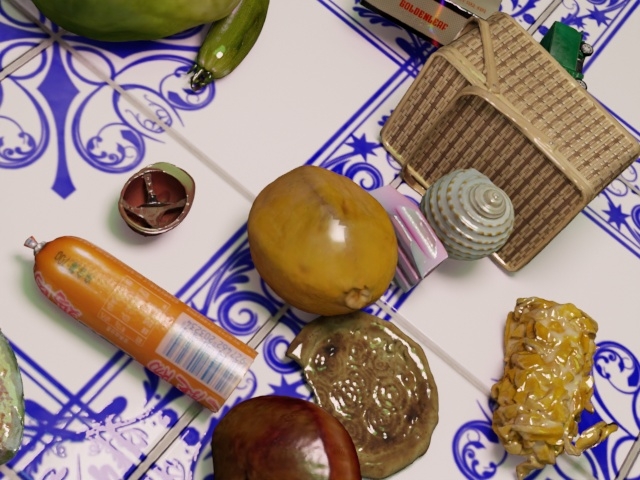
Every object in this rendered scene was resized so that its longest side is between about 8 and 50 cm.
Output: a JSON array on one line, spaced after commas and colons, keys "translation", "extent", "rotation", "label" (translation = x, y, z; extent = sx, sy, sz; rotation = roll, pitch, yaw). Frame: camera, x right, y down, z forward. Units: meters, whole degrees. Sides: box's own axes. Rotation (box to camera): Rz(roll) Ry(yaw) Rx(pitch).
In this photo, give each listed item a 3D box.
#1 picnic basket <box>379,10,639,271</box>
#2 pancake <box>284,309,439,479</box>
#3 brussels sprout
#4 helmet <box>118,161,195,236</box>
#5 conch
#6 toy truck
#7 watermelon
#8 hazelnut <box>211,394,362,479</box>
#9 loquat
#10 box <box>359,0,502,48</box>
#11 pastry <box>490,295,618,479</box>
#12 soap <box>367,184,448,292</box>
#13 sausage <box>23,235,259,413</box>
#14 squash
[{"translation": [0.257, -0.141, 1.524], "extent": [0.313, 0.228, 0.175], "rotation": [47, 53, 8], "label": "picnic basket"}, {"translation": [0.058, 0.192, 1.366], "extent": [0.212, 0.029, 0.235], "rotation": [-8, 66, -27], "label": "pancake"}, {"translation": [-0.273, -0.434, 1.450], "extent": [0.371, 0.315, 0.276], "rotation": [25, 25, -37], "label": "brussels sprout"}, {"translation": [-0.216, -0.043, 1.378], "extent": [0.089, 0.057, 0.111], "rotation": [35, 59, 4], "label": "helmet"}, {"translation": [0.191, -0.034, 1.461], "extent": [0.102, 0.153, 0.135], "rotation": [5, 62, -53], "label": "conch"}, {"translation": [0.407, -0.289, 1.768], "extent": [0.079, 0.065, 0.147], "rotation": [20, 55, -7], "label": "toy truck"}, {"translation": [-0.406, 0.169, 1.176], "extent": [0.139, 0.071, 0.187], "rotation": [-15, 76, -21], "label": "watermelon"}, {"translation": [-0.033, 0.266, 1.210], "extent": [0.178, 0.178, 0.204], "rotation": [-21, 40, -30], "label": "hazelnut"}, {"translation": [0.000, 0.000, 1.371], "extent": [0.187, 0.176, 0.234], "rotation": [32, 18, -53], "label": "loquat"}, {"translation": [0.199, -0.423, 1.703], "extent": [0.198, 0.084, 0.310], "rotation": [29, 38, -2], "label": "box"}, {"translation": [0.310, 0.199, 1.417], "extent": [0.154, 0.102, 0.250], "rotation": [22, 53, -10], "label": "pastry"}, {"translation": [0.108, -0.002, 1.456], "extent": [0.056, 0.100, 0.149], "rotation": [-23, 71, -30], "label": "soap"}, {"translation": [-0.228, 0.087, 1.277], "extent": [0.312, 0.093, 0.093], "rotation": [34, 54, 0], "label": "sausage"}, {"translation": [-0.121, -0.344, 1.586], "extent": [0.080, 0.071, 0.318], "rotation": [31, 55, -26], "label": "squash"}]
